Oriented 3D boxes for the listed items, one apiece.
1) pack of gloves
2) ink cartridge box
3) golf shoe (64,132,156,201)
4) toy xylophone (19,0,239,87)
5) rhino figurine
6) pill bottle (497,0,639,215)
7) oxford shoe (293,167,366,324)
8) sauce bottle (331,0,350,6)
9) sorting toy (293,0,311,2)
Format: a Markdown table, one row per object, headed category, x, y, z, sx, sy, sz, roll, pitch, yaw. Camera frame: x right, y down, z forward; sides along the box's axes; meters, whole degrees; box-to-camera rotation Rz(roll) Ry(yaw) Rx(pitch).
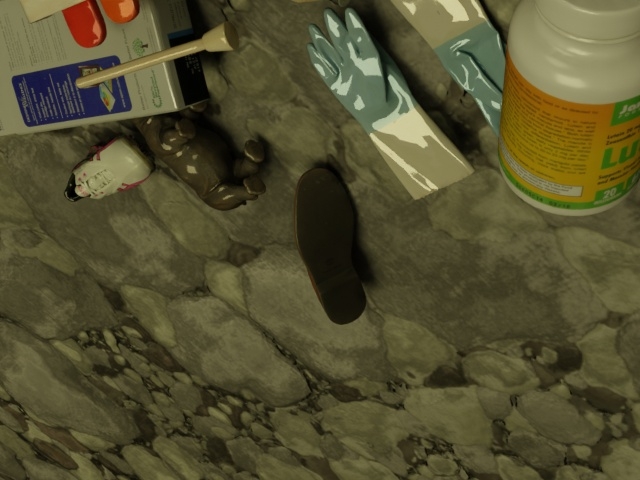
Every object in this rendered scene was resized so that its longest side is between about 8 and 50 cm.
| category | x | y | z | sx | sy | sz | roll | pitch | yaw |
| --- | --- | --- | --- | --- | --- | --- | --- | --- | --- |
| pack of gloves | 0.111 | -0.173 | 1.160 | 0.195 | 0.046 | 0.232 | -26 | 114 | 33 |
| ink cartridge box | -0.282 | -0.217 | 1.334 | 0.332 | 0.065 | 0.165 | -2 | 108 | 37 |
| golf shoe | -0.270 | -0.083 | 1.464 | 0.067 | 0.086 | 0.186 | 46 | 155 | -17 |
| toy xylophone | -0.191 | -0.283 | 1.128 | 0.322 | 0.081 | 0.236 | -6 | 110 | 26 |
| rhino figurine | -0.169 | -0.127 | 1.379 | 0.243 | 0.073 | 0.106 | 42 | 147 | -4 |
| pill bottle | 0.226 | -0.142 | 0.984 | 0.136 | 0.136 | 0.246 | 21 | 150 | 18 |
| oxford shoe | 0.000 | 0.000 | 1.400 | 0.076 | 0.076 | 0.212 | -128 | 24 | -56 |
| sauce bottle | -0.024 | -0.264 | 1.129 | 0.128 | 0.042 | 0.042 | 30 | 145 | 29 |
| sorting toy | 0.046 | -0.347 | 0.966 | 0.255 | 0.089 | 0.257 | 1 | 131 | 36 |
